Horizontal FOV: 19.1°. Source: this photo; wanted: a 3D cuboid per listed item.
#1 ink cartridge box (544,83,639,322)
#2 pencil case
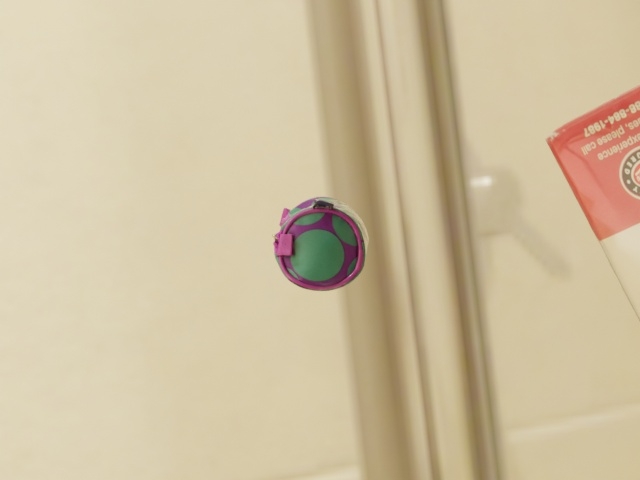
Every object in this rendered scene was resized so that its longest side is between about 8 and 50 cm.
[{"bbox_3d":[0.372,0.029,1.265,0.279,0.385,0.160,-27,-1,40],"label":"ink cartridge box"},{"bbox_3d":[0.000,0.000,1.431,0.070,0.065,0.152,18,3,0],"label":"pencil case"}]
